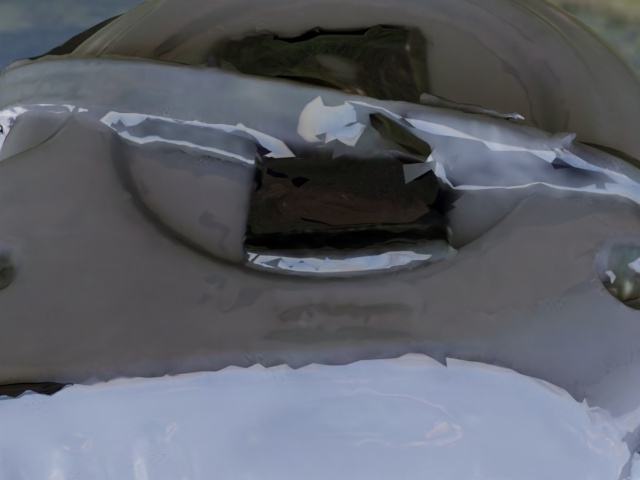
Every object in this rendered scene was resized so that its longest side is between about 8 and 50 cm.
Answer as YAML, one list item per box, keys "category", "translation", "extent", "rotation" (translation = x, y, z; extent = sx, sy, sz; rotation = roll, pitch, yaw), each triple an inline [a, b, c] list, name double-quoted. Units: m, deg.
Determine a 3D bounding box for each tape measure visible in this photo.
- category: "tape measure"
  translation: [0.000, 0.000, 0.479]
  extent: [0.236, 0.120, 0.197]
  rotation: [-3, -136, 0]
